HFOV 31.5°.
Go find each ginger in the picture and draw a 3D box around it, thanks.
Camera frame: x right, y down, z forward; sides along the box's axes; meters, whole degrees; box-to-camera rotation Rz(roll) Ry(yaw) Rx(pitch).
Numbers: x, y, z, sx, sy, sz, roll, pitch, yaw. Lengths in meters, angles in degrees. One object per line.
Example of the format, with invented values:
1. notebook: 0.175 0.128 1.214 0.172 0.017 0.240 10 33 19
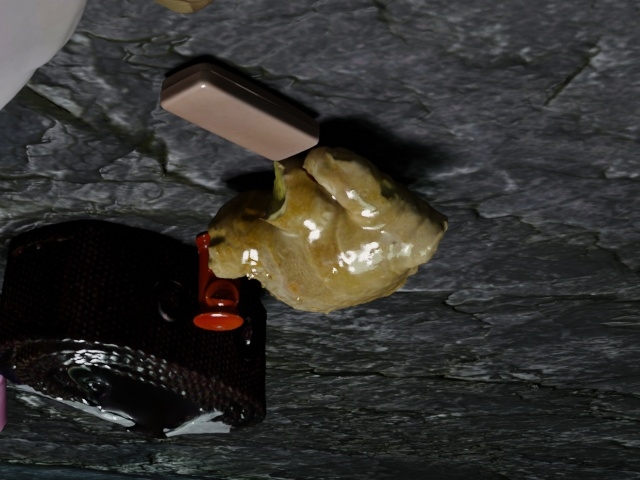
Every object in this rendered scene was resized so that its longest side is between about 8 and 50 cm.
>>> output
1. ginger: 0.000 0.000 0.888 0.157 0.102 0.216 21 151 -31

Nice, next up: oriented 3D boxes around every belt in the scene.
1. belt: -0.171 0.105 1.069 0.184 0.164 0.289 -21 145 36

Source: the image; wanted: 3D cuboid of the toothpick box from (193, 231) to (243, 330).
1. toothpick box: -0.089 0.037 1.009 0.047 0.083 0.047 -1 158 0

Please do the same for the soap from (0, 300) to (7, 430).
1. soap: -0.451 0.168 1.267 0.193 0.109 0.324 -2 157 -17

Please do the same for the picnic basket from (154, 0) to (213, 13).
1. picnic basket: -0.018 -0.171 0.395 0.128 0.137 0.178 18 158 -37

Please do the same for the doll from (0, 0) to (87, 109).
1. doll: -0.209 -0.100 0.488 0.221 0.221 0.251 2 159 -5

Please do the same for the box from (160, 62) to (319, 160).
1. box: -0.053 -0.087 0.769 0.048 0.025 0.115 -22 150 37
